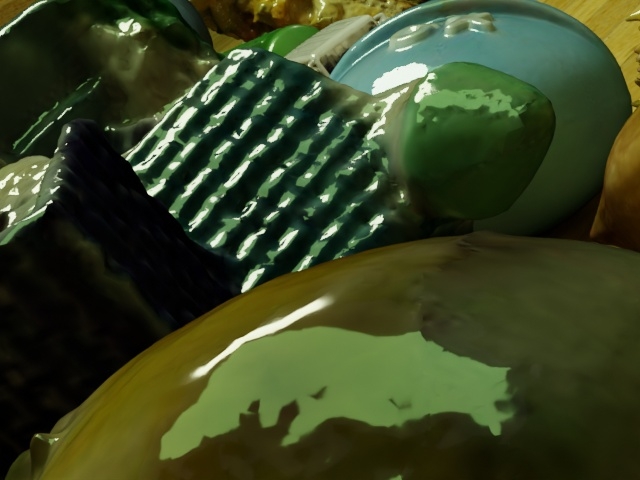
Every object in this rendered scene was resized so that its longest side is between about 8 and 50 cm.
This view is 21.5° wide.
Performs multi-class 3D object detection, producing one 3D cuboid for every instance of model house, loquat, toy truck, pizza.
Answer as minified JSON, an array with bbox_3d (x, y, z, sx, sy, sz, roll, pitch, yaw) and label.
[{"bbox_3d":[-0.058,0.023,0.723,0.284,0.243,0.298,-7,37,54],"label":"model house"},{"bbox_3d":[0.018,0.087,0.430,0.227,0.179,0.179,-26,13,18],"label":"loquat"},{"bbox_3d":[-0.022,-0.122,1.451,0.101,0.125,0.242,-38,15,-31],"label":"toy truck"},{"bbox_3d":[-0.040,-0.229,1.740,0.268,0.258,0.087,-151,76,-78],"label":"pizza"}]

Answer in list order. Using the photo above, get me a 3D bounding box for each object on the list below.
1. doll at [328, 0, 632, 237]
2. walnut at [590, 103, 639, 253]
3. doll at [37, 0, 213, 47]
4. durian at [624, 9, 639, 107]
[{"bbox_3d":[0.089,-0.076,0.972,0.177,0.141,0.314,-11,12,12],"label":"doll"},{"bbox_3d":[0.198,-0.046,0.696,0.207,0.116,0.116,-33,10,29],"label":"walnut"},{"bbox_3d":[-0.175,-0.148,1.611,0.228,0.258,0.154,-4,39,23],"label":"doll"},{"bbox_3d":[0.260,-0.151,0.857,0.260,0.186,0.154,-17,19,2],"label":"durian"}]
